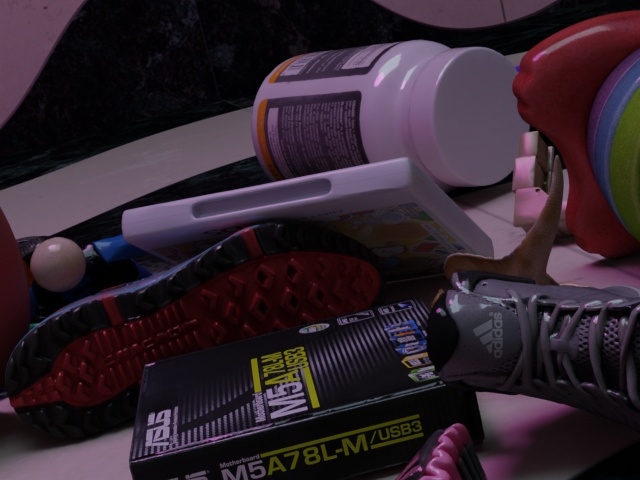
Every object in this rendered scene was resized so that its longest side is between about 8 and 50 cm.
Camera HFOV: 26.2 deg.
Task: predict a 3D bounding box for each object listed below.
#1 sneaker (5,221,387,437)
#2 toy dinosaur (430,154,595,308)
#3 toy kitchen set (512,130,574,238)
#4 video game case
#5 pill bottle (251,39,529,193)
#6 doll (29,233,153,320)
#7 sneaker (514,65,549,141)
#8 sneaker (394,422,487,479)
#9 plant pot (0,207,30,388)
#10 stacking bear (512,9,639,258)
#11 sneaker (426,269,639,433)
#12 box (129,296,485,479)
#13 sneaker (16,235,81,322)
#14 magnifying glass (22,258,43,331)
[{"bbox_3d":[-0.087,0.047,0.942,0.261,0.104,0.125,-15,10,-7],"label":"sneaker"},{"bbox_3d":[0.114,0.031,0.780,0.053,0.092,0.183,-55,0,-30],"label":"toy dinosaur"},{"bbox_3d":[0.202,-0.039,1.108,0.075,0.083,0.068,-7,-28,29],"label":"toy kitchen set"},{"bbox_3d":[0.000,0.000,0.996,0.206,0.026,0.227,-10,-16,19],"label":"video game case"},{"bbox_3d":[0.067,-0.119,1.394,0.162,0.162,0.278,-22,16,-35],"label":"pill bottle"},{"bbox_3d":[-0.163,0.030,1.004,0.129,0.046,0.189,-32,-18,3],"label":"doll"},{"bbox_3d":[0.227,-0.139,1.483,0.293,0.102,0.146,-14,15,22],"label":"sneaker"},{"bbox_3d":[0.040,0.120,0.616,0.057,0.047,0.119,-21,7,25],"label":"sneaker"},{"bbox_3d":[-0.368,0.060,0.889,0.275,0.275,0.243,-6,25,34],"label":"plant pot"},{"bbox_3d":[0.259,-0.040,0.848,0.164,0.175,0.289,-28,23,-2],"label":"stacking bear"},{"bbox_3d":[0.119,0.056,0.631,0.132,0.086,0.228,8,-2,-12],"label":"sneaker"},{"bbox_3d":[-0.014,0.091,0.791,0.184,0.045,0.191,-12,11,-2],"label":"box"},{"bbox_3d":[-0.300,0.045,1.222,0.227,0.087,0.130,-16,5,-38],"label":"sneaker"},{"bbox_3d":[-0.227,0.041,1.052,0.092,0.026,0.231,-12,-20,-3],"label":"magnifying glass"}]
